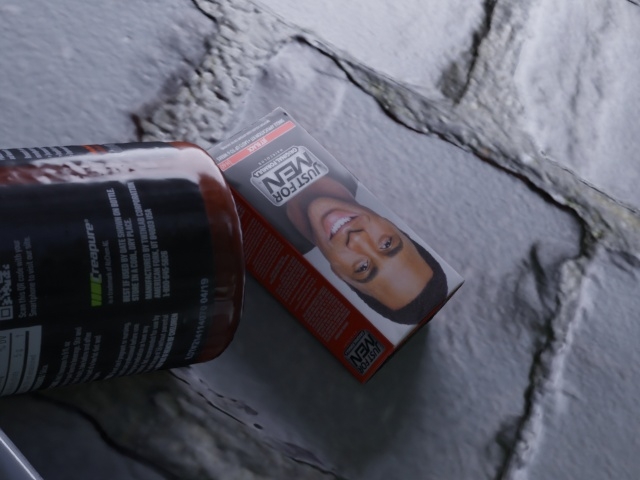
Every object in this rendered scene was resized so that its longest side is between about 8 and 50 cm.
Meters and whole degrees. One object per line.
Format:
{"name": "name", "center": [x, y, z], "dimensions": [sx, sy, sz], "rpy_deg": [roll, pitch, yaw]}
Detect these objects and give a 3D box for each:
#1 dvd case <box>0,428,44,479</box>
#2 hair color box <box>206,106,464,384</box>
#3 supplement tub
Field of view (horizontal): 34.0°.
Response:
{"name": "dvd case", "center": [-0.099, 0.204, 0.320], "dimensions": [0.180, 0.022, 0.253], "rpy_deg": [-41, 78, -15]}
{"name": "hair color box", "center": [0.000, 0.000, 0.557], "dimensions": [0.141, 0.043, 0.072], "rpy_deg": [44, 48, 9]}
{"name": "supplement tub", "center": [-0.138, 0.013, 0.439], "dimensions": [0.197, 0.106, 0.106], "rpy_deg": [-5, 58, -29]}
